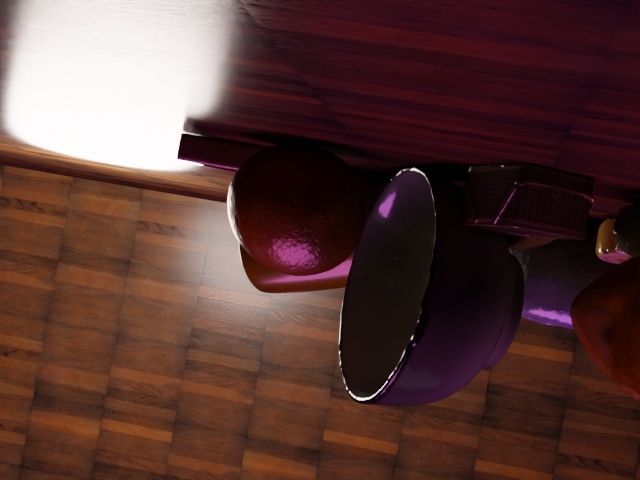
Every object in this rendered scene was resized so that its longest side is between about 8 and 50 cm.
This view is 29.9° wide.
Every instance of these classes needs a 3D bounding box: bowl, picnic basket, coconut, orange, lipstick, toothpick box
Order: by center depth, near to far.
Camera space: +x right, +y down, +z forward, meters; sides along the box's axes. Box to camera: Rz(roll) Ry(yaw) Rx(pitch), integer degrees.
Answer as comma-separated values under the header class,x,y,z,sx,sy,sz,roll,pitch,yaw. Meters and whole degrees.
class,x,y,z,sx,sy,sz,roll,pitch,yaw
picnic basket,0.263,-0.048,1.537,0.115,0.079,0.164,11,178,-19
coconut,0.446,-0.014,1.674,0.081,0.083,0.082,3,160,-20
orange,-0.035,-0.045,1.690,0.206,0.206,0.206,10,178,0
bowl,0.173,0.082,1.732,0.185,0.353,0.354,14,178,-15
lipstick,-0.143,-0.131,1.840,0.145,0.045,0.045,11,180,5
toothpick box,0.000,0.000,1.999,0.271,0.175,0.175,-12,169,24

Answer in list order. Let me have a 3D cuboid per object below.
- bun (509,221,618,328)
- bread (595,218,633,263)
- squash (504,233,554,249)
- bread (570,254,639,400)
class,x,y,z,sx,sy,sz,roll,pitch,yaw
bun,0.454,0.060,2.186,0.354,0.194,0.354,9,-179,0
bread,0.523,0.000,1.946,0.149,0.073,0.122,7,172,22
squash,0.294,-0.031,1.774,0.094,0.094,0.341,11,178,-21
bread,0.527,0.167,1.581,0.250,0.361,0.394,-37,157,20
